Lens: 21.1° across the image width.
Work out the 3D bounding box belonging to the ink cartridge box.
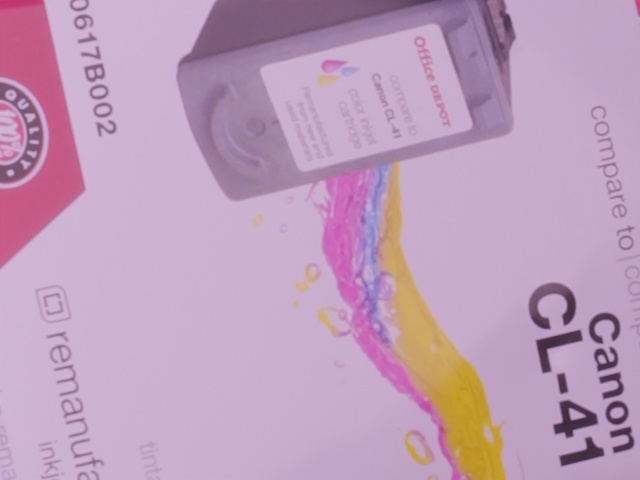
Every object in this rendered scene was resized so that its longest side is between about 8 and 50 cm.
[{"bbox_3d":[0.000,0.000,0.625,0.306,0.131,0.226,-13,92,-8],"label":"ink cartridge box"}]
